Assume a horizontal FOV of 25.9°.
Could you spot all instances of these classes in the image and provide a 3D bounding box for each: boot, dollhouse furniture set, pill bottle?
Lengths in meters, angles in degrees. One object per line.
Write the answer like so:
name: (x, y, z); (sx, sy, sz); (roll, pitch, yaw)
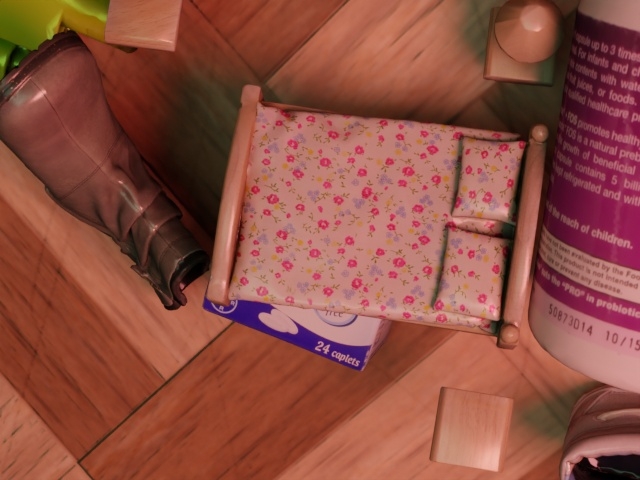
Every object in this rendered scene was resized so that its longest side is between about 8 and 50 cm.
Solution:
boot: (0.279, 0.160, 0.883); (0.258, 0.123, 0.095); (7, 106, 17)
dollhouse furniture set: (-0.014, -0.061, 0.818); (0.303, 0.174, 0.355); (8, 83, 3)
pill bottle: (0.226, -0.071, 0.817); (0.169, 0.169, 0.301); (11, 108, 16)
boot: (-0.131, -0.037, 0.925); (0.083, 0.246, 0.161); (-43, 83, -8)

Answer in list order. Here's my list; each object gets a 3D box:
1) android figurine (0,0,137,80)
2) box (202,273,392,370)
android figurine: (-0.236, -0.239, 0.990); (0.273, 0.056, 0.248); (22, 111, 10)
box: (0.000, 0.000, 0.965); (0.126, 0.072, 0.137); (21, 109, 12)
